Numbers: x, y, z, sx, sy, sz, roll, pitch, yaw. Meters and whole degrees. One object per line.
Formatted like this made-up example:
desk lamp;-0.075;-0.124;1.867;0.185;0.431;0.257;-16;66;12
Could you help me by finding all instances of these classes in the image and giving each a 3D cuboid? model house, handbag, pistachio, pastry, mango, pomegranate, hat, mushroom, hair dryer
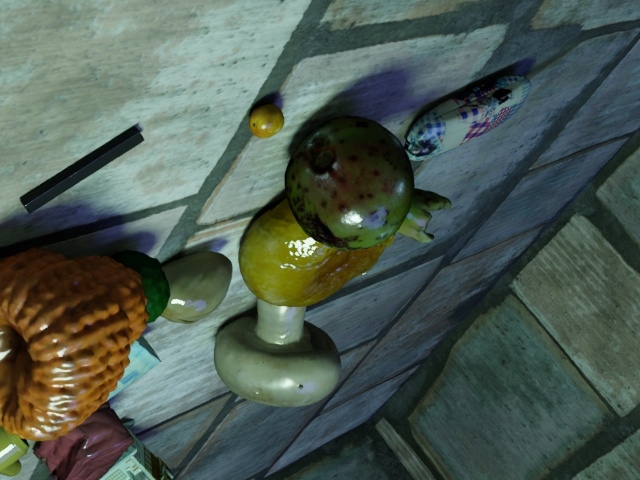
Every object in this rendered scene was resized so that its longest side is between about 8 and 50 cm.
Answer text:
model house;-0.467;0.562;2.583;0.224;0.215;0.198;-38;-159;3
handbag;-0.496;0.424;2.330;0.146;0.135;0.225;-23;161;-41
pistachio;-0.236;0.083;2.042;0.185;0.124;0.124;-43;170;-44
pastry;0.000;0.000;2.191;0.356;0.164;0.356;-30;164;-10
mango;-0.082;-0.187;1.771;0.060;0.046;0.089;-44;165;16
pomegranate;0.079;-0.100;1.961;0.306;0.242;0.242;-2;141;-50
hat;-0.345;0.128;1.702;0.400;0.285;0.285;-22;156;-49
mushroom;-0.083;0.212;2.473;0.292;0.292;0.290;-14;121;-51
hair dryer;-0.625;0.423;2.184;0.135;0.090;0.278;-37;168;-11

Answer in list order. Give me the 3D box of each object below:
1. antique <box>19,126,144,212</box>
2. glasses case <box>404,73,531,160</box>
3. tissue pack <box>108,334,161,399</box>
antique;-0.331;-0.100;1.560;0.192;0.015;0.031;-35;160;-12
glasses case;0.303;-0.254;2.290;0.327;0.076;0.125;-26;160;-30
tissue pack;-0.444;0.258;2.101;0.263;0.089;0.177;-34;160;-5
